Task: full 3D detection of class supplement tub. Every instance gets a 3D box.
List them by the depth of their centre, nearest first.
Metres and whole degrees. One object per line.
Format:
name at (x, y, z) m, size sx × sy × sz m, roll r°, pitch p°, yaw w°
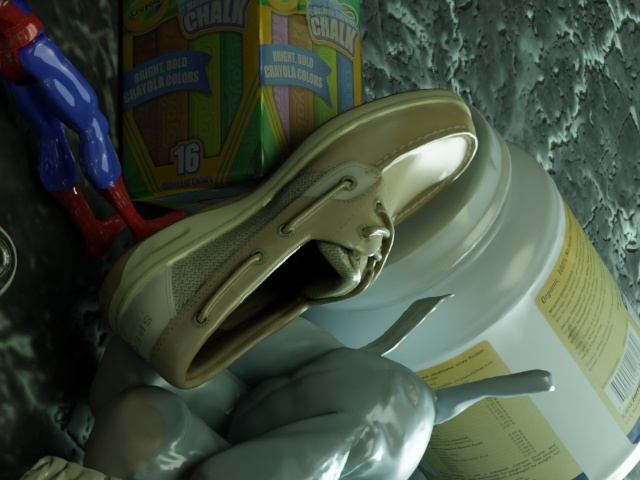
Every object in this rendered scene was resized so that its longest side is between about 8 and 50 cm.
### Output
supplement tub at (0.121, 0.058, 1.390) m, size 0.316 × 0.228 × 0.228 m, roll 53°, pitch 45°, yaw -35°

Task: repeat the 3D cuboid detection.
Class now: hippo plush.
hippo plush at (-0.034, 0.175, 1.212) m, size 0.294 × 0.234 × 0.236 m, roll -22°, pitch 134°, yaw -32°

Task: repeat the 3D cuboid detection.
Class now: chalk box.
chalk box at (-0.057, -0.132, 1.262) m, size 0.132 × 0.132 × 0.213 m, roll 11°, pitch 74°, yaw -54°

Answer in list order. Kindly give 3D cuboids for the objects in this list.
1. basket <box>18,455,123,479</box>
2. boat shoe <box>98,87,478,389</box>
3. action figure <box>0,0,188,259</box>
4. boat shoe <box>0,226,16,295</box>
basket at (-0.163, 0.223, 1.032) m, size 0.167 × 0.113 × 0.103 m, roll -48°, pitch 146°, yaw -47°
boat shoe at (0.000, 0.000, 1.158) m, size 0.302 × 0.098 × 0.109 m, roll -30°, pitch 145°, yaw -25°
action figure at (-0.170, -0.135, 1.142) m, size 0.139 × 0.091 × 0.280 m, roll -56°, pitch 129°, yaw -35°
boat shoe at (-0.251, 0.014, 1.013) m, size 0.219 × 0.070 × 0.078 m, roll -2°, pitch 85°, yaw -55°
